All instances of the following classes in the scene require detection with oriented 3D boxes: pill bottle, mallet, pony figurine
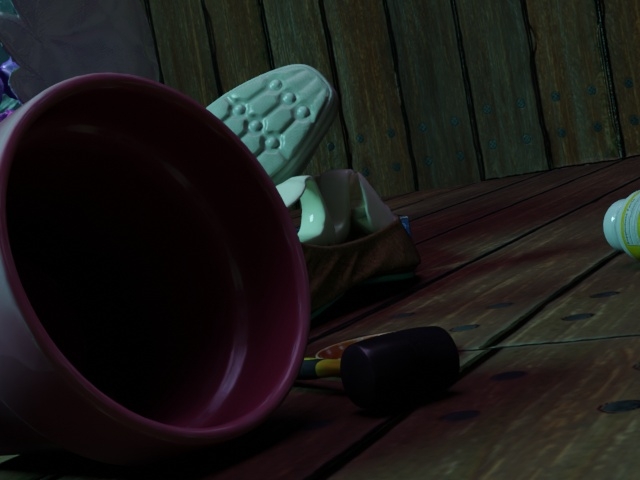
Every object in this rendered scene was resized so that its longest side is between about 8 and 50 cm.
[{"bbox_3d":[0.286,-0.012,1.000,0.065,0.065,0.116,-12,5,-19],"label":"pill bottle"},{"bbox_3d":[-0.001,0.078,0.721,0.062,0.039,0.189,-9,-1,-38],"label":"mallet"},{"bbox_3d":[-0.227,-0.030,0.910,0.363,0.351,0.303,-5,41,39],"label":"pony figurine"}]

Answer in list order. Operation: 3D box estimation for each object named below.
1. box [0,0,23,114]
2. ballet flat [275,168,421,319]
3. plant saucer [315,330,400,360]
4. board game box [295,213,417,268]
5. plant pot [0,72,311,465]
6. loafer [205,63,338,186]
[{"bbox_3d":[-0.451,-0.121,1.364,0.471,0.480,0.297,-11,5,-8],"label":"box"},{"bbox_3d":[0.000,0.000,1.107,0.116,0.124,0.342,-4,6,30],"label":"ballet flat"},{"bbox_3d":[0.039,0.074,0.791,0.083,0.013,0.083,-10,4,1],"label":"plant saucer"},{"bbox_3d":[0.017,0.009,1.376,0.194,0.060,0.194,-9,3,9],"label":"board game box"},{"bbox_3d":[-0.136,0.035,0.663,0.180,0.201,0.201,-26,-7,40],"label":"plant pot"},{"bbox_3d":[-0.103,-0.036,1.154,0.319,0.112,0.111,-43,-20,5],"label":"loafer"}]
